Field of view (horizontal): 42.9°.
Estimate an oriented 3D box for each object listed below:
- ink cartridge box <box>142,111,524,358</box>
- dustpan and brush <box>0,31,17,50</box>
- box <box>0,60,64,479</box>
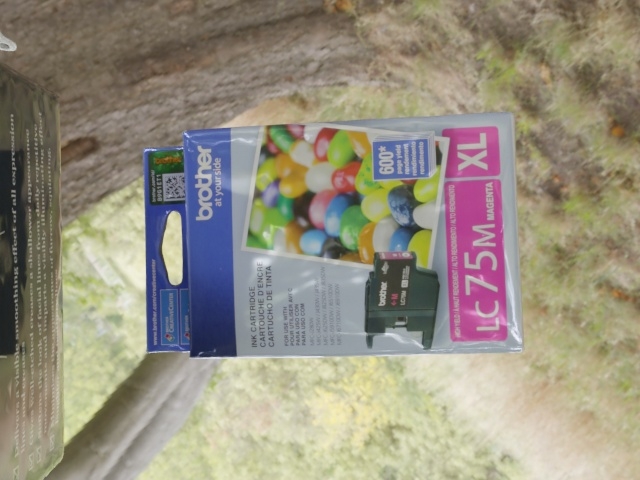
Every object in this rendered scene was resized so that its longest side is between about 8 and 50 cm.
[{"bbox_3d":[0.000,0.000,0.653,0.065,0.311,0.186,16,-108,-80],"label":"ink cartridge box"},{"bbox_3d":[-0.437,-0.262,0.900,0.211,0.060,0.147,16,141,-14],"label":"dustpan and brush"},{"bbox_3d":[-0.294,0.033,0.438,0.395,0.212,0.294,-177,87,-87],"label":"box"}]
